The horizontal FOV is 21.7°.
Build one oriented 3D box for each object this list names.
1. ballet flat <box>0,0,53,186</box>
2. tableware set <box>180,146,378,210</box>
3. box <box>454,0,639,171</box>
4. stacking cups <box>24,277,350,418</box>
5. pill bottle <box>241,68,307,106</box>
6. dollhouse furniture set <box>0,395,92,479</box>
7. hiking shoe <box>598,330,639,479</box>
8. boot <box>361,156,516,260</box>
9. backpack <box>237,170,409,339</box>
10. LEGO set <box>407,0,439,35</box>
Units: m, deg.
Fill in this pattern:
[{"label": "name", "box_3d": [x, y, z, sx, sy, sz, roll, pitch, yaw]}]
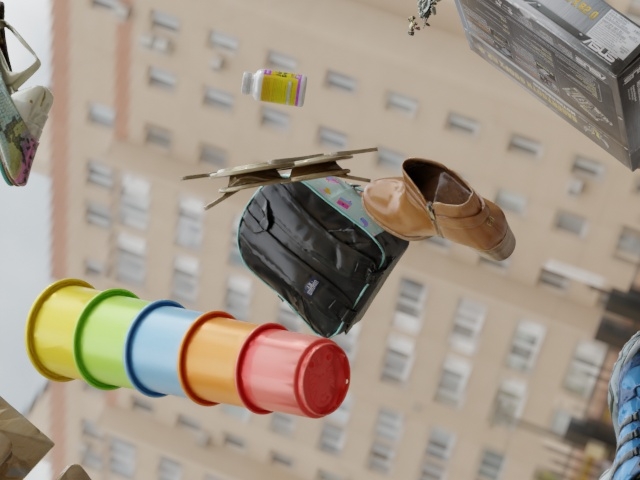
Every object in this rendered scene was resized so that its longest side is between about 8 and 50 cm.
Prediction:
[{"label": "ballet flat", "box_3d": [-0.331, -0.166, 1.773, 0.077, 0.079, 0.221, 71, 177, -70]}, {"label": "tableware set", "box_3d": [-0.036, -0.064, 1.731, 0.194, 0.128, 0.039, -11, -88, -53]}, {"label": "box", "box_3d": [0.225, -0.187, 1.588, 0.056, 0.231, 0.183, -44, -29, -7]}, {"label": "stacking cups", "box_3d": [-0.111, 0.101, 1.391, 0.096, 0.316, 0.096, -13, -73, -48]}, {"label": "pill bottle", "box_3d": [-0.061, -0.202, 2.192, 0.043, 0.083, 0.043, -172, 90, -90]}, {"label": "dollhouse furniture set", "box_3d": [-0.530, 0.382, 2.200, 0.394, 0.362, 0.256, -48, -5, -21]}, {"label": "hiking shoe", "box_3d": [0.450, 0.272, 2.242, 0.132, 0.113, 0.304, -157, 74, -75]}, {"label": "boot", "box_3d": [0.109, -0.049, 1.775, 0.073, 0.197, 0.152, -66, -30, -11]}, {"label": "backpack", "box_3d": [0.000, 0.000, 2.029, 0.166, 0.188, 0.144, -60, -10, 30]}, {"label": "LEGO set", "box_3d": [0.130, -0.299, 2.172, 0.083, 0.023, 0.054, -53, 28, 40]}]
